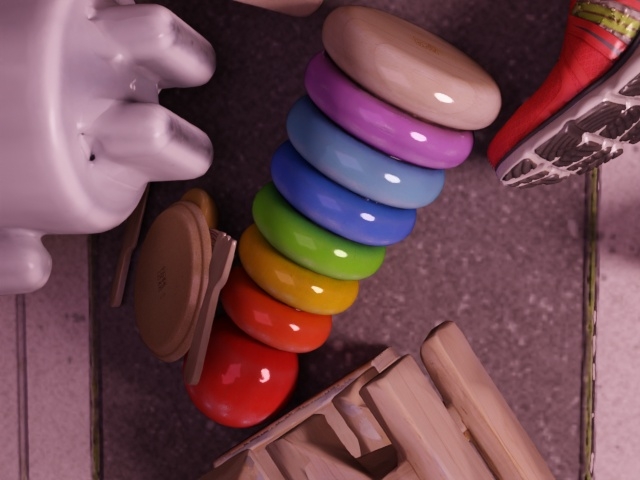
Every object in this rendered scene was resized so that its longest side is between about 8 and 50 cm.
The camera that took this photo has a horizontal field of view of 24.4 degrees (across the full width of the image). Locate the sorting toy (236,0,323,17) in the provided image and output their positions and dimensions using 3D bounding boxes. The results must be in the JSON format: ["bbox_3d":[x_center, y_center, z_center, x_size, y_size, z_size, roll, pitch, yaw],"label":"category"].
[{"bbox_3d":[-0.070,-0.282,1.060,0.193,0.038,0.208,14,80,-7],"label":"sorting toy"}]

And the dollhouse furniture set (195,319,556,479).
[{"bbox_3d":[0.007,0.250,0.970,0.362,0.394,0.256,-34,86,17],"label":"dollhouse furniture set"}]

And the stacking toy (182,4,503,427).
[{"bbox_3d":[0.000,0.000,1.094,0.141,0.141,0.330,32,110,11],"label":"stacking toy"}]

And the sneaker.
[{"bbox_3d":[0.210,-0.155,1.039,0.279,0.107,0.118,-48,64,12],"label":"sneaker"}]

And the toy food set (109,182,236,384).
[{"bbox_3d":[-0.102,0.027,1.122,0.038,0.192,0.132,8,104,-29],"label":"toy food set"}]

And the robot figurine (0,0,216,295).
[{"bbox_3d":[-0.259,-0.102,1.110,0.353,0.200,0.300,0,78,16],"label":"robot figurine"}]
